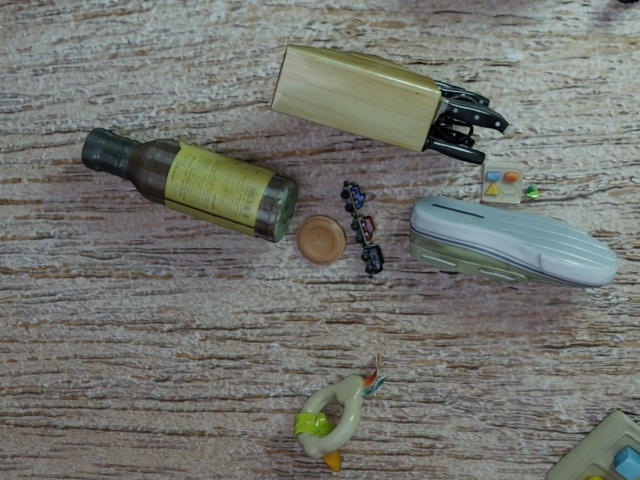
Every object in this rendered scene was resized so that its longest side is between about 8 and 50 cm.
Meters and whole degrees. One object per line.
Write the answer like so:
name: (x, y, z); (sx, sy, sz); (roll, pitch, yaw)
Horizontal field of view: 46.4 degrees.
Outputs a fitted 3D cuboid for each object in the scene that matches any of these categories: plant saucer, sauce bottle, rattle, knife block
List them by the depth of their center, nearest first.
knife block: (0.106, -0.176, 1.003); (0.242, 0.275, 0.088); (33, 117, 35)
sauce bottle: (-0.209, -0.098, 1.182); (0.344, 0.111, 0.111); (20, 112, 8)
plant saucer: (0.000, 0.000, 1.209); (0.083, 0.013, 0.083); (5, 109, 14)
rattle: (0.064, 0.300, 1.264); (0.199, 0.130, 0.143); (-43, 105, -3)

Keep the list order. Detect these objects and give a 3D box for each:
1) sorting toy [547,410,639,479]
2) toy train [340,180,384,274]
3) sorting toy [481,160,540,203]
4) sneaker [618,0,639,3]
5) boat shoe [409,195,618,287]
sorting toy: (0.484, 0.390, 1.170); (0.196, 0.047, 0.348); (39, 117, 8)
toy train: (0.068, -0.021, 1.175); (0.036, 0.027, 0.158); (-15, 104, 16)
sorting toy: (0.282, -0.084, 1.101); (0.083, 0.012, 0.062); (5, 109, 14)
sneaker: (0.434, -0.375, 0.945); (0.161, 0.057, 0.075); (-41, 77, 25)
boat shoe: (0.275, 0.015, 1.101); (0.302, 0.109, 0.094); (18, 128, 19)
